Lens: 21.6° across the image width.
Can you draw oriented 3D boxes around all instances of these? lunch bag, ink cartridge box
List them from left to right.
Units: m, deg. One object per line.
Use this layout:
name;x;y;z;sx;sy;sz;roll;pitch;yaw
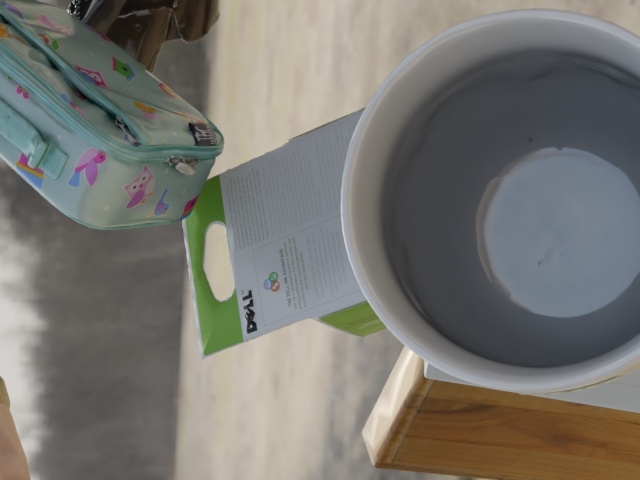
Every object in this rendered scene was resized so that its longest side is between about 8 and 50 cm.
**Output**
lunch bag;-0.234;-0.124;1.572;0.108;0.279;0.224;-57;-21;15
ink cartridge box;0.000;0.000;1.616;0.097;0.255;0.188;24;-130;-54

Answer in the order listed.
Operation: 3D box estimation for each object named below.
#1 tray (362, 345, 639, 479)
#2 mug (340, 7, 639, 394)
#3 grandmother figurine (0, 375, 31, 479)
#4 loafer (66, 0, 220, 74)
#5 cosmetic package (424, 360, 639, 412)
tray;0.282;0.219;2.150;0.076;0.411;0.203;-108;34;-50
mug;0.227;-0.006;1.321;0.328;0.374;0.276;22;-98;-77
grandmother figurine;-0.301;0.277;1.554;0.104;0.208;0.342;91;162;-46
loafer;-0.154;-0.279;1.725;0.366;0.130;0.134;-49;28;39
cosmetic package;0.323;0.041;1.889;0.097;0.377;0.284;-75;-7;-75
